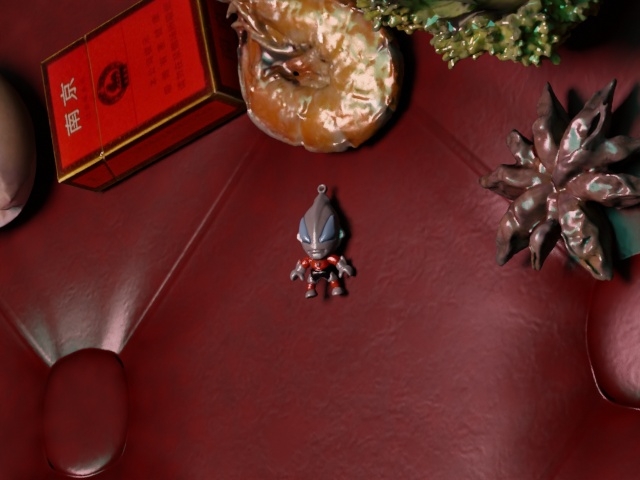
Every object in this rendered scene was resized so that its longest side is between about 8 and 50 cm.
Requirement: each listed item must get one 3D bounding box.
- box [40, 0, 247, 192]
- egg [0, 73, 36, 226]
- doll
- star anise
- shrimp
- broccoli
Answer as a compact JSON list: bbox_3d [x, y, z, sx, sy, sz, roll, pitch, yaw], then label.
[{"bbox_3d":[-0.190,-0.168,2.094,0.240,0.074,0.153,-27,67,33],"label":"box"},{"bbox_3d":[-0.415,-0.119,2.199,0.183,0.183,0.217,-30,60,32],"label":"egg"},{"bbox_3d":[-0.001,0.000,1.922,0.057,0.039,0.114,-12,76,43],"label":"doll"},{"bbox_3d":[0.213,-0.047,1.737,0.182,0.065,0.195,-39,63,29],"label":"star anise"},{"bbox_3d":[-0.044,-0.200,1.970,0.317,0.062,0.164,38,100,28],"label":"shrimp"},{"bbox_3d":[0.166,-0.275,1.729,0.288,0.235,0.260,-50,24,16],"label":"broccoli"}]
